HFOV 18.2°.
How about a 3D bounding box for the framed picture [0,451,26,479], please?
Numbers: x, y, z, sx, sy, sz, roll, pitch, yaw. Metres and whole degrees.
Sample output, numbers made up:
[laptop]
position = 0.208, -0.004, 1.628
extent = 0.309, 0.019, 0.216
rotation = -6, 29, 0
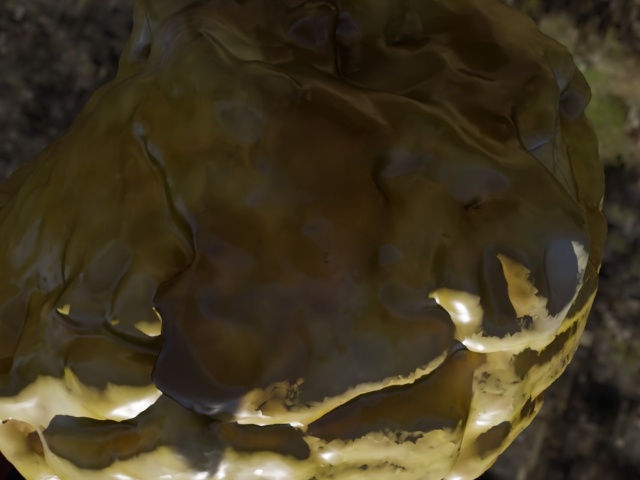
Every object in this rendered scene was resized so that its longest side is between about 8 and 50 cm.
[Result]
[framed picture]
position = -0.159, 0.162, 1.531
extent = 0.273, 0.016, 0.216
rotation = 19, 133, -25

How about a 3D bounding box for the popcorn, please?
[popcorn]
position = -0.011, 0.017, 1.162
extent = 0.354, 0.390, 0.344
rotation = 27, -164, -44
